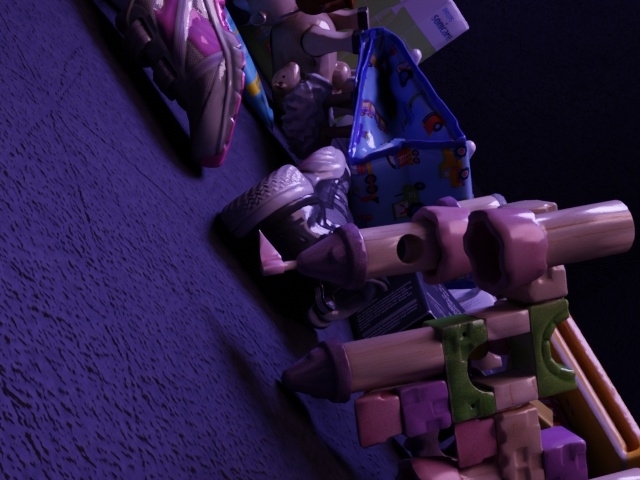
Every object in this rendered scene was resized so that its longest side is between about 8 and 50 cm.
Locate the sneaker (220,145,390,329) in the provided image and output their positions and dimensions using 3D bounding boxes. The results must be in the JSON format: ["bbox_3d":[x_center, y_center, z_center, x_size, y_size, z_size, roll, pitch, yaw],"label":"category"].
[{"bbox_3d":[0.000,0.000,1.166,0.153,0.101,0.268,56,17,0],"label":"sneaker"}]

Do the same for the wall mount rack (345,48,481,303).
[{"bbox_3d":[0.135,-0.074,1.673,0.304,0.130,0.350,74,-6,-48],"label":"wall mount rack"}]

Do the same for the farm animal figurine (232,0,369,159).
[{"bbox_3d":[-0.021,-0.298,1.593,0.330,0.172,0.327,-63,152,-69],"label":"farm animal figurine"}]

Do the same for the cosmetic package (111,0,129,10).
[{"bbox_3d":[-0.222,-0.320,1.202,0.231,0.085,0.117,43,17,-53],"label":"cosmetic package"}]

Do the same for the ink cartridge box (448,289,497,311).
[{"bbox_3d":[0.215,0.102,1.751,0.052,0.088,0.122,48,14,-43],"label":"ink cartridge box"}]

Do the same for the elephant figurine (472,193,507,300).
[{"bbox_3d":[0.232,-0.007,1.929,0.186,0.169,0.239,64,12,-52],"label":"elephant figurine"}]

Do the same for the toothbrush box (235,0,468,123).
[{"bbox_3d":[0.039,-0.326,1.761,0.206,0.283,0.122,59,13,20],"label":"toothbrush box"}]

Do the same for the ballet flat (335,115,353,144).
[{"bbox_3d":[0.066,-0.251,2.035,0.182,0.164,0.483,2,53,-51],"label":"ballet flat"}]

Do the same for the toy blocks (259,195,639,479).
[{"bbox_3d":[0.085,0.109,1.006,0.309,0.260,0.288,-163,-116,-70],"label":"toy blocks"}]

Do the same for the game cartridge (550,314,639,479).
[{"bbox_3d":[0.381,0.277,1.734,0.324,0.052,0.285,76,-8,-51],"label":"game cartridge"}]

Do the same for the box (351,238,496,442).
[{"bbox_3d":[0.112,0.109,1.313,0.156,0.093,0.158,49,14,-27],"label":"box"}]

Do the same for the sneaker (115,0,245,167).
[{"bbox_3d":[-0.138,-0.184,1.145,0.103,0.111,0.252,115,-33,-66],"label":"sneaker"}]

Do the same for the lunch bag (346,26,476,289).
[{"bbox_3d":[0.096,-0.107,1.453,0.293,0.138,0.221,-97,178,-51],"label":"lunch bag"}]

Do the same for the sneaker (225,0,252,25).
[{"bbox_3d":[-0.176,-0.440,1.654,0.126,0.127,0.321,13,-54,53],"label":"sneaker"}]

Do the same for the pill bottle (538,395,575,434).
[{"bbox_3d":[0.310,0.278,1.646,0.086,0.086,0.152,49,13,-29],"label":"pill bottle"}]

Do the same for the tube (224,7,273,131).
[{"bbox_3d":[-0.113,-0.234,1.495,0.207,0.052,0.080,59,15,-24],"label":"tube"}]

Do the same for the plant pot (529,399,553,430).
[{"bbox_3d":[0.243,0.230,1.549,0.083,0.081,0.081,44,11,4],"label":"plant pot"}]
